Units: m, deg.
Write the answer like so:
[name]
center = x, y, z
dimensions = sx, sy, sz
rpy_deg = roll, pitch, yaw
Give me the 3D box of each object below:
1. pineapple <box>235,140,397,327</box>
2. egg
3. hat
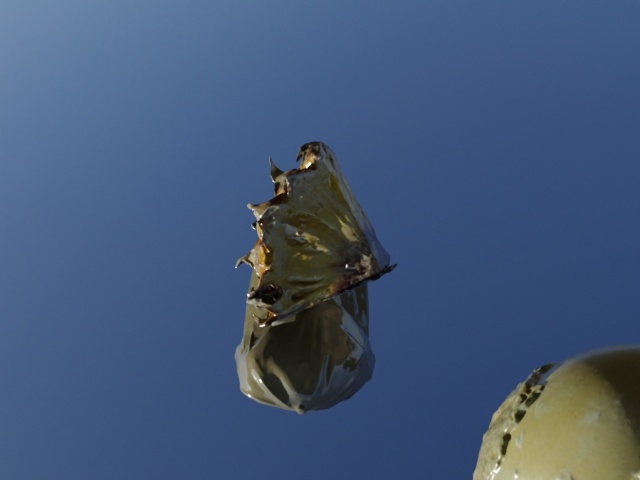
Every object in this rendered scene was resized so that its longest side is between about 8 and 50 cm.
[pineapple]
center = 0.000, 0.000, 0.750
dimensions = 0.116, 0.137, 0.069
rpy_deg = 17, -163, 9
[egg]
center = 0.195, 0.156, 0.711
dimensions = 0.164, 0.201, 0.164
rpy_deg = 20, -142, -17
[hat]
center = -0.014, 0.086, 1.163
dimensions = 0.166, 0.173, 0.144
rpy_deg = -1, -151, -4
